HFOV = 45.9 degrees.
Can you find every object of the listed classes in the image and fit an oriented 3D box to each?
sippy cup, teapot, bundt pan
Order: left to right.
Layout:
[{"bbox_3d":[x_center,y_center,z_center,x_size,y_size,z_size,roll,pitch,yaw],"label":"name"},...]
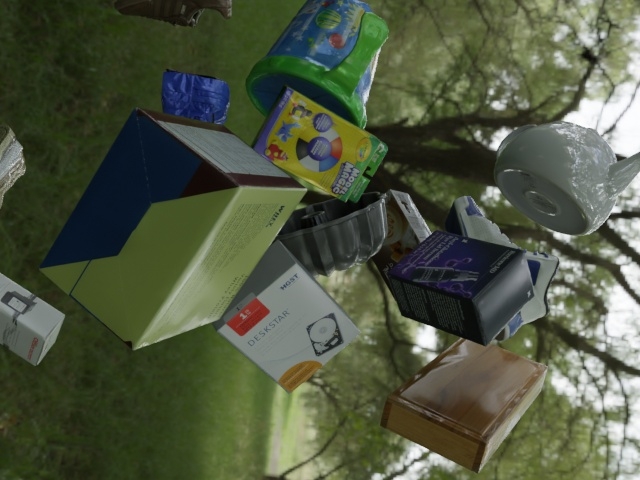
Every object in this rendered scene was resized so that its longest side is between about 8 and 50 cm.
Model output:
[{"bbox_3d":[0.000,0.000,1.656,0.331,0.330,0.124,-83,156,-78],"label":"bundt pan"},{"bbox_3d":[0.008,-0.336,1.433,0.224,0.305,0.240,-66,149,-19],"label":"sippy cup"},{"bbox_3d":[0.474,-0.145,1.473,0.187,0.256,0.252,-53,172,-12],"label":"teapot"}]

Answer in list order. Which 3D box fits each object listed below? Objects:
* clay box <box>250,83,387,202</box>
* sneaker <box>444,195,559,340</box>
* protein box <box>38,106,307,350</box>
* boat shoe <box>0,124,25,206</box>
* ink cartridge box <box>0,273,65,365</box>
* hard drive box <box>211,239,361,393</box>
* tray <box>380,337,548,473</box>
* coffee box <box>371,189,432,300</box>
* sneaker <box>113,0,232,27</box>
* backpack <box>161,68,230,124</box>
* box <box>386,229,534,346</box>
[{"bbox_3d":[0.004,-0.161,1.321,0.127,0.222,0.053,-60,-164,10],"label":"clay box"},{"bbox_3d":[0.399,0.050,1.619,0.127,0.182,0.315,102,-29,-61],"label":"sneaker"},{"bbox_3d":[-0.149,-0.016,0.817,0.200,0.136,0.201,-55,168,13],"label":"protein box"},{"bbox_3d":[-0.658,-0.085,1.437,0.103,0.113,0.302,71,35,-44],"label":"boat shoe"},{"bbox_3d":[-0.533,0.136,1.322,0.109,0.150,0.063,-52,-174,46],"label":"ink cartridge box"},{"bbox_3d":[-0.066,0.141,1.360,0.232,0.181,0.089,48,1,-39],"label":"hard drive box"},{"bbox_3d":[0.309,0.315,1.558,0.411,0.203,0.076,-21,127,-56],"label":"tray"},{"bbox_3d":[0.204,0.014,1.904,0.098,0.141,0.246,7,51,-54],"label":"coffee box"},{"bbox_3d":[-0.214,-0.337,1.094,0.066,0.188,0.071,-58,137,-47],"label":"sneaker"},{"bbox_3d":[-0.225,-0.244,1.370,0.098,0.120,0.101,130,-38,-75],"label":"backpack"},{"bbox_3d":[0.251,0.080,1.361,0.153,0.207,0.108,-39,123,-29],"label":"box"}]
